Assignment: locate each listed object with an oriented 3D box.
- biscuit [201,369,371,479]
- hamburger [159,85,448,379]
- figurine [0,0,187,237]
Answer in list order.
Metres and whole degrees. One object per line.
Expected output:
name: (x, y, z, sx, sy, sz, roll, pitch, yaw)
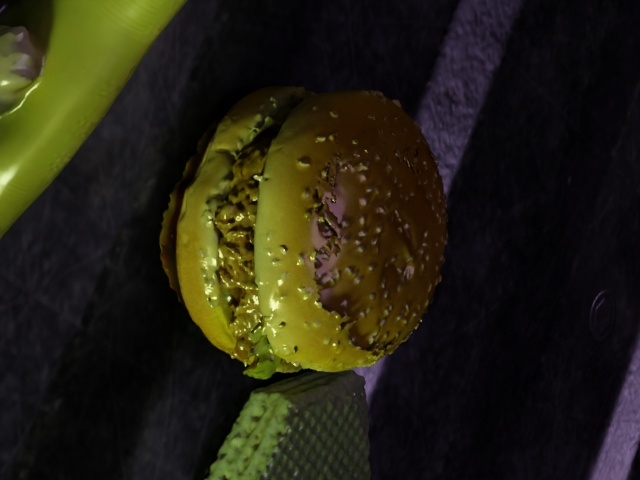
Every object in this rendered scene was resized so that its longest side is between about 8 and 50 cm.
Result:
biscuit: (-0.022, 0.215, 1.190, 0.150, 0.052, 0.252, -12, 106, -50)
hamburger: (0.005, -0.004, 1.133, 0.191, 0.118, 0.182, 11, 92, -57)
figurine: (-0.275, -0.134, 0.710, 0.377, 0.266, 0.361, 31, 93, -27)
